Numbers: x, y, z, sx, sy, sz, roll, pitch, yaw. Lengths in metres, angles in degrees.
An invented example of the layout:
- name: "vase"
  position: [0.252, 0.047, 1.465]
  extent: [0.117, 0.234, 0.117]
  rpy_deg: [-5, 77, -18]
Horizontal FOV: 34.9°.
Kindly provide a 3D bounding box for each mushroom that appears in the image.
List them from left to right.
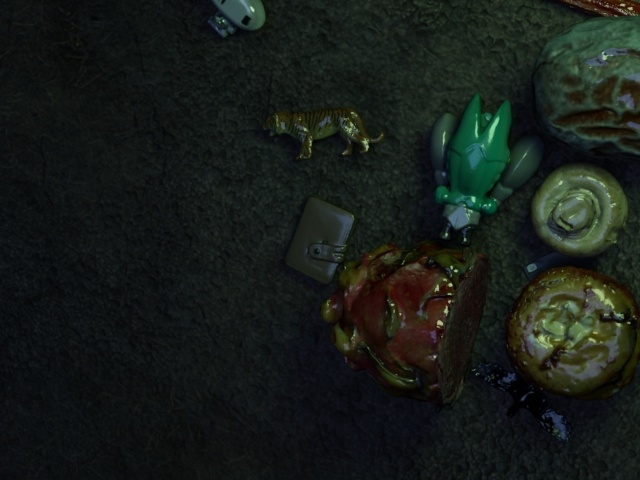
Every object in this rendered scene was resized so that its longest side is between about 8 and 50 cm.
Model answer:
- name: "mushroom"
  position: [0.445, -0.050, 1.746]
  extent: [0.166, 0.127, 0.166]
  rpy_deg: [4, 104, 15]

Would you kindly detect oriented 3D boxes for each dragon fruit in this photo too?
- name: "dragon fruit"
  position: [0.131, 0.139, 1.797]
  extent: [0.263, 0.296, 0.314]
  rpy_deg: [15, 93, 21]

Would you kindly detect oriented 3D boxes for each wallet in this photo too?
- name: "wallet"
  position: [0.000, 0.000, 1.956]
  extent: [0.118, 0.039, 0.152]
  rpy_deg: [25, 103, 17]

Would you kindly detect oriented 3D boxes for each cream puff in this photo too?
- name: "cream puff"
  position: [0.441, 0.160, 1.753]
  extent: [0.240, 0.164, 0.240]
  rpy_deg: [-3, 82, 22]

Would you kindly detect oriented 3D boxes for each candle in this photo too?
- name: "candle"
  position: [0.517, -0.388, 1.721]
  extent: [0.329, 0.048, 0.051]
  rpy_deg: [25, 63, 15]

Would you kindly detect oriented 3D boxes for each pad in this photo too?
- name: "pad"
  position: [0.458, 0.108, 1.825]
  extent: [0.116, 0.004, 0.193]
  rpy_deg: [-28, 87, 20]

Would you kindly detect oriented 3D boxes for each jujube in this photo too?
- name: "jujube"
  position: [0.491, -0.240, 1.640]
  extent: [0.308, 0.246, 0.215]
  rpy_deg: [-1, 66, 34]

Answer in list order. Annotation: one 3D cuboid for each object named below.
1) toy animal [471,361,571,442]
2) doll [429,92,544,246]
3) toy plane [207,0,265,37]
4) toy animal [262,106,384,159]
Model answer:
- name: "toy animal"
  position: [0.376, 0.281, 1.855]
  extent: [0.220, 0.062, 0.108]
  rpy_deg: [35, 125, 11]
- name: "doll"
  position: [0.259, -0.132, 1.790]
  extent: [0.195, 0.153, 0.258]
  rpy_deg: [42, 99, 5]
- name: "toy plane"
  position: [-0.168, -0.469, 1.934]
  extent: [0.174, 0.080, 0.174]
  rpy_deg: [13, 115, 29]
- name: "toy animal"
  position: [0.002, -0.205, 1.918]
  extent: [0.241, 0.057, 0.099]
  rpy_deg: [-5, 95, 20]
